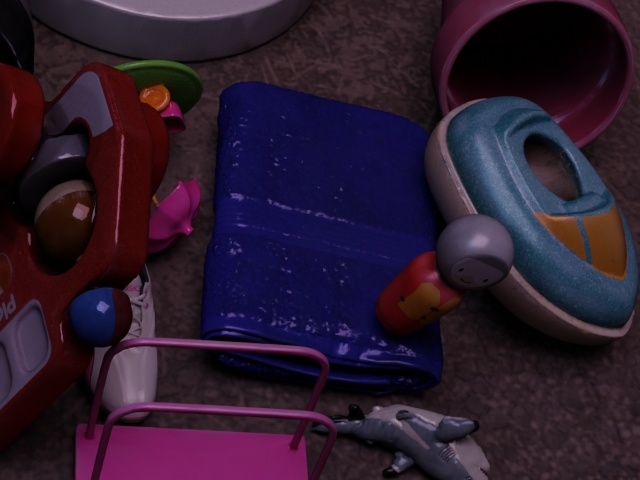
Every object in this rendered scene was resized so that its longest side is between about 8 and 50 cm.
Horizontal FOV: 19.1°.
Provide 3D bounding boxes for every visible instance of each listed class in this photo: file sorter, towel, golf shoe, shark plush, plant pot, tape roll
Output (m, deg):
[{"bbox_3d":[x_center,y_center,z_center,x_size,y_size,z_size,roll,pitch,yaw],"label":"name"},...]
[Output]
[{"bbox_3d":[-0.086,0.240,1.505,0.202,0.182,0.291,4,54,-12],"label":"file sorter"},{"bbox_3d":[0.000,0.000,1.784,0.227,0.076,0.308,13,51,-15],"label":"towel"},{"bbox_3d":[-0.179,0.070,1.667,0.067,0.086,0.186,-2,56,-19],"label":"golf shoe"},{"bbox_3d":[0.074,0.180,1.679,0.161,0.073,0.067,15,82,-10],"label":"shark plush"},{"bbox_3d":[0.202,-0.207,1.925,0.201,0.201,0.180,5,37,-12],"label":"plant pot"},{"bbox_3d":[-0.171,-0.354,1.992,0.392,0.072,0.392,8,52,-10],"label":"tape roll"}]

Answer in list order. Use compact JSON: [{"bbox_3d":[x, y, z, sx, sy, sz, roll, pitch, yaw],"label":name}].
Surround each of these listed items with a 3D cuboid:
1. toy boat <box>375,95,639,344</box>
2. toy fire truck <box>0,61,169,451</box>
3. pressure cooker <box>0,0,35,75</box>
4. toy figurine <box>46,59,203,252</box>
[{"bbox_3d":[0.181,-0.007,1.740,0.267,0.148,0.318,54,41,6],"label":"toy boat"},{"bbox_3d":[-0.234,0.011,1.574,0.169,0.302,0.254,14,46,-44],"label":"toy fire truck"},{"bbox_3d":[-0.449,-0.290,1.668,0.375,0.370,0.420,1,56,-20],"label":"pressure cooker"},{"bbox_3d":[-0.179,-0.062,1.762,0.173,0.130,0.159,-14,67,1],"label":"toy figurine"}]
